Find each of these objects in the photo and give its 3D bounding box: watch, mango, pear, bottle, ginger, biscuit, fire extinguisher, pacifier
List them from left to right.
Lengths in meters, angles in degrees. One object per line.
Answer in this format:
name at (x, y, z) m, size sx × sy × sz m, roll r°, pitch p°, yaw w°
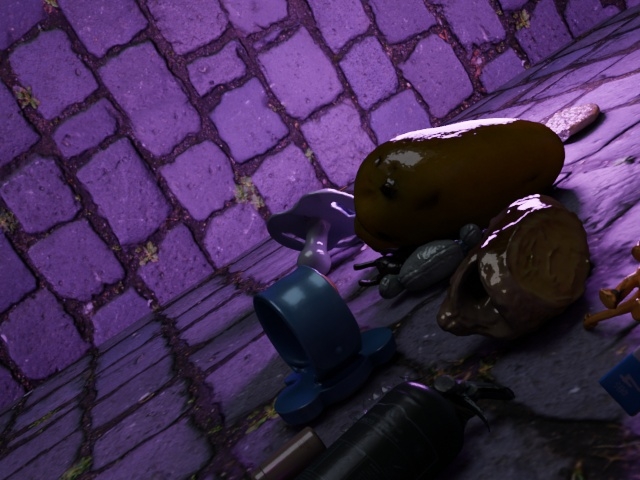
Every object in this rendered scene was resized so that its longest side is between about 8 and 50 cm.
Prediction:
bottle at (-0.039, 0.277, 0.880) m, size 0.096 × 0.045 × 0.045 m, roll -35°, pitch 11°, yaw -15°
watch at (-0.017, 0.140, 1.054) m, size 0.211 × 0.193 × 0.211 m, roll -28°, pitch 11°, yaw 6°
pacifier at (0.000, 0.000, 1.813) m, size 0.299 × 0.244 × 0.233 m, roll -28°, pitch 40°, yaw 42°
fire extinguisher at (0.058, 0.230, 0.698) m, size 0.311 × 0.095 × 0.114 m, roll -37°, pitch 34°, yaw -27°
pear at (0.154, -0.044, 1.575) m, size 0.162 × 0.149 × 0.149 m, roll -39°, pitch 7°, yaw 18°
mango at (0.278, -0.118, 1.367) m, size 0.445 × 0.221 × 0.301 m, roll -14°, pitch -2°, yaw -21°
ginger at (0.255, 0.042, 0.952) m, size 0.275 × 0.130 × 0.221 m, roll -38°, pitch 1°, yaw -28°
biscuit at (0.596, -0.282, 1.743) m, size 0.188 × 0.040 × 0.265 m, roll -26°, pitch 10°, yaw 25°

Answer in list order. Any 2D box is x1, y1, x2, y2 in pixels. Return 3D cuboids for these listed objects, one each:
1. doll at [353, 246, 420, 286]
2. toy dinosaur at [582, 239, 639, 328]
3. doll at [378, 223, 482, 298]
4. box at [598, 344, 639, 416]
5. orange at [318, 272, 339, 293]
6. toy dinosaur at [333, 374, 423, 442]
doll at (0.167, 0.042, 1.372) m, size 0.165 × 0.057 × 0.139 m, roll -12°, pitch 7°, yaw 44°
toy dinosaur at (0.346, 0.034, 0.702) m, size 0.117 × 0.070 × 0.288 m, roll -25°, pitch -22°, yaw -8°
doll at (0.198, 0.042, 1.255) m, size 0.214 × 0.071 × 0.103 m, roll -37°, pitch -16°, yaw 19°
box at (0.369, 0.008, 0.549) m, size 0.265 × 0.048 × 0.273 m, roll -31°, pitch -24°, yaw -23°
orange at (-0.037, 0.128, 1.372) m, size 0.156 × 0.124 × 0.156 m, roll -27°, pitch 10°, yaw 5°
toy dinosaur at (0.064, 0.222, 0.861) m, size 0.082 × 0.039 × 0.209 m, roll -22°, pitch 13°, yaw 48°
